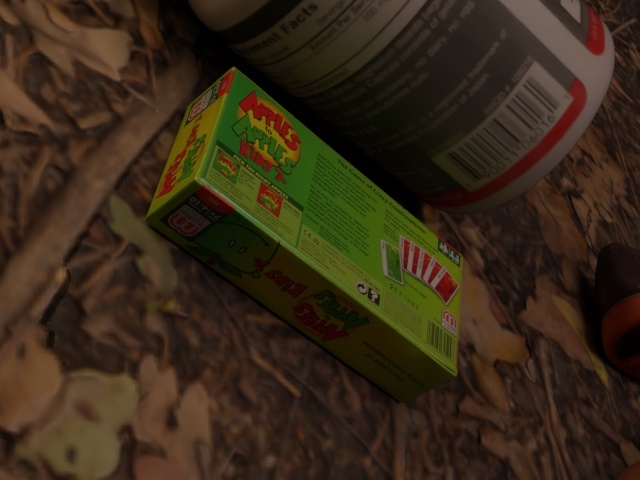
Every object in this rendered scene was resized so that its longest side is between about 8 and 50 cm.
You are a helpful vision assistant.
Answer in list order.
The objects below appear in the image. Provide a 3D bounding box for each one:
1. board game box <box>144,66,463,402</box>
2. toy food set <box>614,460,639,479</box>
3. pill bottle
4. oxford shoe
[{"bbox_3d":[0.000,0.000,0.534,0.181,0.043,0.092,38,39,-24],"label":"board game box"},{"bbox_3d":[0.243,0.153,0.645,0.071,0.128,0.218,43,37,17],"label":"toy food set"},{"bbox_3d":[0.025,-0.154,0.584,0.283,0.161,0.161,37,40,-25],"label":"pill bottle"},{"bbox_3d":[0.326,0.082,0.811,0.271,0.097,0.098,31,36,-31],"label":"oxford shoe"}]
